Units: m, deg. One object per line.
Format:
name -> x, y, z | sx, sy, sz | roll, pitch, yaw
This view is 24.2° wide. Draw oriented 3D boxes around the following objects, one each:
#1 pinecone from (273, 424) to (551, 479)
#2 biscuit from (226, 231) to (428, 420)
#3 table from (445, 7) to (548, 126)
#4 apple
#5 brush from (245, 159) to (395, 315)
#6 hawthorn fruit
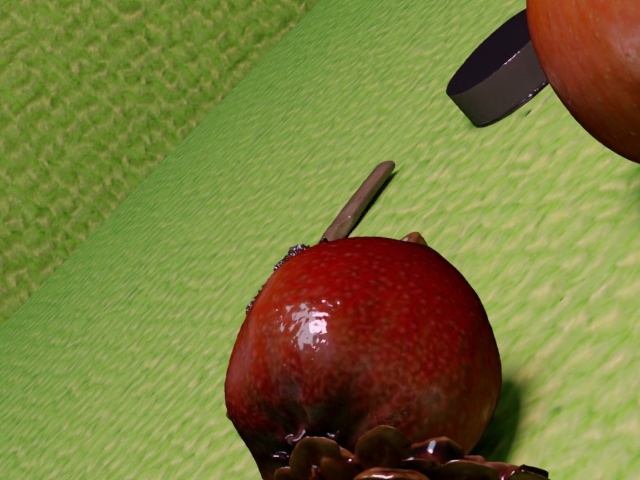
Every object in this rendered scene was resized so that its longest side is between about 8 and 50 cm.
pinecone -> 0.032, 0.168, 0.647 | 0.173, 0.173, 0.173 | -40, 14, 12
biscuit -> 0.013, 0.069, 1.225 | 0.215, 0.034, 0.182 | -48, 15, -19
table -> 0.184, -0.170, 1.439 | 0.133, 0.043, 0.133 | -40, 15, 13
apple -> 0.245, -0.168, 0.935 | 0.251, 0.206, 0.272 | -40, 15, 27
brush -> 0.000, 0.000, 1.467 | 0.043, 0.036, 0.248 | -18, 29, 52
hawthorn fruit -> 0.033, 0.075, 0.916 | 0.169, 0.169, 0.188 | -30, 15, 43
